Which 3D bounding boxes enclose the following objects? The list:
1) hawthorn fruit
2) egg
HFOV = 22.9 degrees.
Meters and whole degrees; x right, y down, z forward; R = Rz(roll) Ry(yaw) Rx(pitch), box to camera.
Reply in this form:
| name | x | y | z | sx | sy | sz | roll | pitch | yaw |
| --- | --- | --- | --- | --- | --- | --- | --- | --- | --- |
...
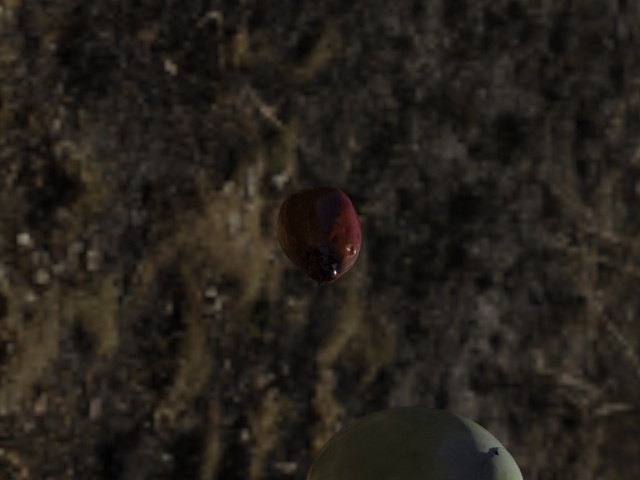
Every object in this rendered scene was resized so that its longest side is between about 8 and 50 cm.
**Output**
| name | x | y | z | sx | sy | sz | roll | pitch | yaw |
| --- | --- | --- | --- | --- | --- | --- | --- | --- | --- |
| hawthorn fruit | 0.000 | 0.000 | 1.439 | 0.081 | 0.081 | 0.093 | 67 | 12 | -51 |
| egg | 0.095 | 0.264 | 1.623 | 0.186 | 0.253 | 0.187 | 7 | 80 | -51 |
